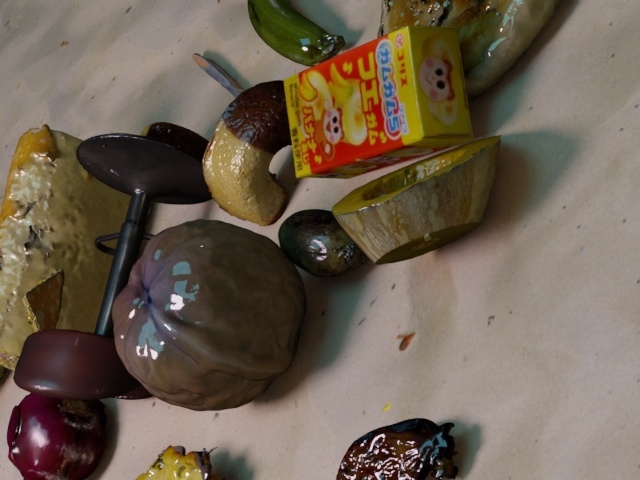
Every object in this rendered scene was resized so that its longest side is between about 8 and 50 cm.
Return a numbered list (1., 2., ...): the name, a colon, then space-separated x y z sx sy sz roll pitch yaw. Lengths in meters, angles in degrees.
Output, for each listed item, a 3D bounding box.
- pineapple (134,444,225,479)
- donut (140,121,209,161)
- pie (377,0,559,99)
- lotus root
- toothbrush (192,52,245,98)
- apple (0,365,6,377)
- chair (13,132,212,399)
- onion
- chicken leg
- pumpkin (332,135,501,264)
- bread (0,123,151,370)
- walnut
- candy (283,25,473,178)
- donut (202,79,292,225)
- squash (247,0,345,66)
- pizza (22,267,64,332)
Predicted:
1. pineapple: -0.187 0.368 1.787 0.225 0.076 0.225 -29 46 35
2. donut: -0.223 -0.130 2.141 0.140 0.140 0.059 -9 53 50
3. pie: 0.191 -0.322 1.776 0.339 0.077 0.339 -32 44 36
4. lotus root: 0.000 0.000 1.789 0.179 0.089 0.081 21 124 58
5. toothbrush: -0.134 -0.240 2.195 0.037 0.028 0.375 -63 33 12
6. apple: -0.693 0.145 2.435 0.338 0.305 0.339 -22 63 52
7. chair: -0.296 0.069 2.012 0.226 0.226 0.401 -16 54 48
8. onion: -0.416 0.311 2.083 0.198 0.135 0.173 -55 31 13
9. chicken leg: 0.059 0.272 1.557 0.253 0.051 0.106 -44 42 29
10. pumpkin: 0.125 -0.037 1.618 0.217 0.217 0.110 -13 97 49
11. bread: -0.417 0.024 2.197 0.165 0.236 0.375 -11 58 47
12. walnut: -0.138 0.098 1.782 0.248 0.248 0.248 -32 44 37
13. candy: 0.068 -0.169 1.759 0.276 0.088 0.146 -12 83 54
14. donut: -0.077 -0.123 1.956 0.085 0.141 0.217 37 102 49
15. squash: -0.055 -0.328 2.113 0.080 0.071 0.318 -55 34 9
16. pizza: -0.413 0.087 2.041 0.026 0.108 0.123 4 72 17
